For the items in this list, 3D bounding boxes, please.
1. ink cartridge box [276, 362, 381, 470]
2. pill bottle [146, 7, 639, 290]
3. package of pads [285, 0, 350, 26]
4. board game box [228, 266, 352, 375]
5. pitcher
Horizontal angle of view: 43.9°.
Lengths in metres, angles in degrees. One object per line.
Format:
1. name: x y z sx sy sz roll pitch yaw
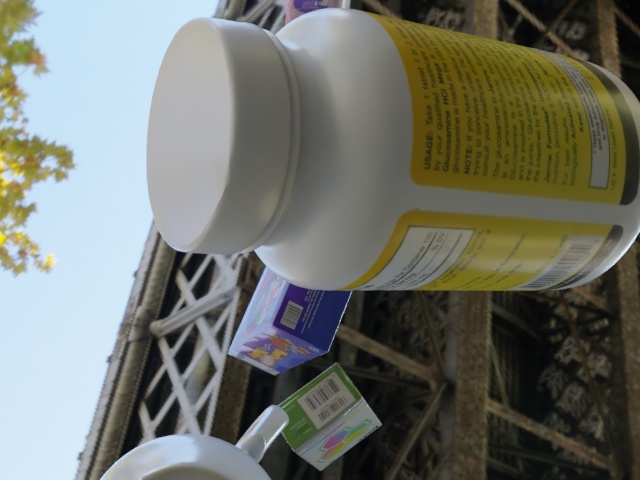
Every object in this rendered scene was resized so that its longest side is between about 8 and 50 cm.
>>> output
1. ink cartridge box: 0.016 0.248 1.074 0.109 0.209 0.062 -36 -118 -5
2. pill bottle: 0.059 -0.058 0.564 0.334 0.188 0.188 3 -111 -32
3. package of pads: 0.000 -0.202 0.633 0.032 0.050 0.083 -31 -50 -59
4. board game box: 0.000 0.000 1.099 0.078 0.233 0.347 27 -113 -11
5. pitcher: -0.074 0.175 0.527 0.125 0.207 0.178 34 -110 4
